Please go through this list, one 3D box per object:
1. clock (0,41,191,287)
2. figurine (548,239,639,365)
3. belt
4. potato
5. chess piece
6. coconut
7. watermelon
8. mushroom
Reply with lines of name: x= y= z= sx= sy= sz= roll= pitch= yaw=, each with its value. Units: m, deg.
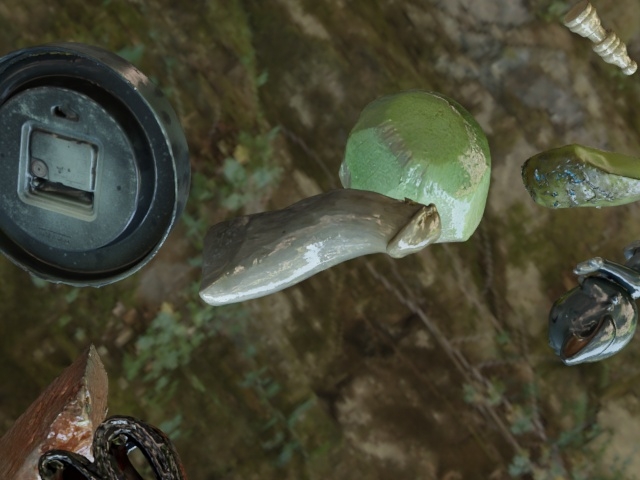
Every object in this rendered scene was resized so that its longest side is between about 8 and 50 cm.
clock: x=-0.382 y=-0.117 z=1.777 sx=0.386 sy=0.386 sz=0.076 roll=-32 pitch=-171 yaw=25
figurine: x=0.442 y=0.085 z=1.700 sx=0.265 sy=0.140 sz=0.193 roll=-24 pitch=172 yaw=-2
belt: x=-0.086 y=0.293 z=0.940 sx=0.126 sy=0.359 sz=0.094 roll=-44 pitch=171 yaw=-11
potato: x=0.369 y=-0.076 z=1.568 sx=0.198 sy=0.119 sz=0.054 roll=5 pitch=-123 yaw=15
chess piece: x=0.296 y=-0.207 z=1.204 sx=0.035 sy=0.092 sz=0.035 roll=-44 pitch=-163 yaw=17
coconut: x=0.188 y=-0.130 z=2.250 sx=0.281 sy=0.328 sz=0.328 roll=-53 pitch=-164 yaw=-28
watermelon: x=-0.343 y=0.263 z=1.522 sx=0.257 sy=0.140 sz=0.193 roll=-57 pitch=-152 yaw=9
mushroom: x=0.001 y=0.000 z=1.875 sx=0.397 sy=0.126 sz=0.177 roll=-18 pitch=-147 yaw=13
